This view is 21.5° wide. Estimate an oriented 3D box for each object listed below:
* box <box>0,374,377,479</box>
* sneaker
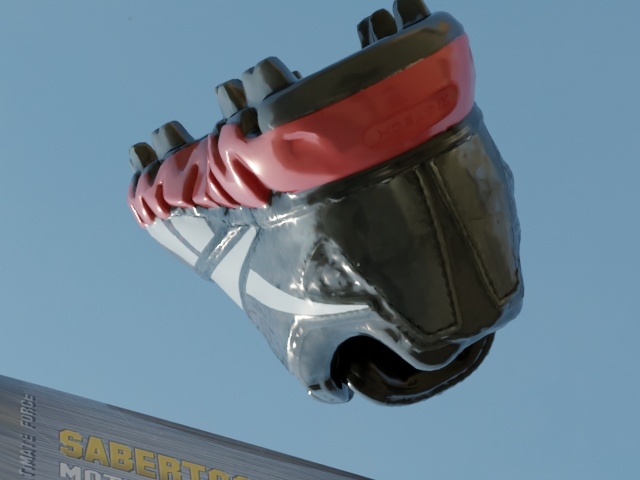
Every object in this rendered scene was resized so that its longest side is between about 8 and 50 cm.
[{"bbox_3d":[-0.054,0.149,0.370,0.183,0.056,0.231,18,-67,-18],"label":"box"},{"bbox_3d":[0.000,0.000,0.643,0.097,0.276,0.135,-28,-86,-17],"label":"sneaker"}]
